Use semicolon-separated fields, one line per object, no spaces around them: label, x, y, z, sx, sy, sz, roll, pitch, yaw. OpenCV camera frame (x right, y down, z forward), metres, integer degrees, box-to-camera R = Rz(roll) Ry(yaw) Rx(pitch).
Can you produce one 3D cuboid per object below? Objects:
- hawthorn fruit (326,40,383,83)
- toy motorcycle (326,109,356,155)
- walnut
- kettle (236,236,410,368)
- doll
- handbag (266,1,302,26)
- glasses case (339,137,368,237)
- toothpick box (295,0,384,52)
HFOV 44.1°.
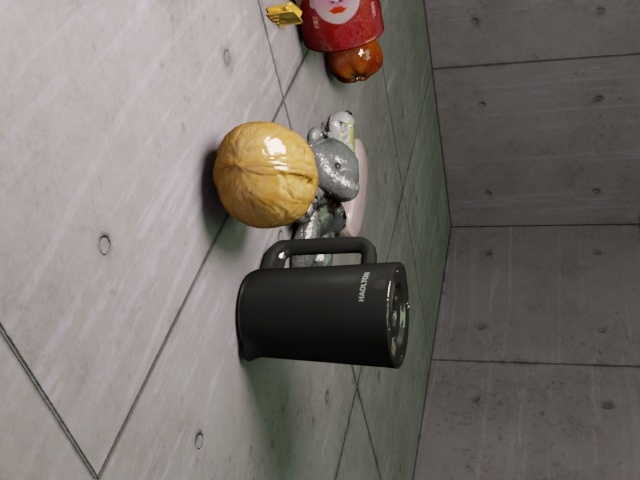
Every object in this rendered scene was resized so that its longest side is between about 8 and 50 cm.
hawthorn fruit;0.081;-0.527;2.114;0.163;0.163;0.203;-4;77;-73
toy motorcycle;0.056;-0.263;2.128;0.151;0.074;0.228;47;47;-62
walnut;-0.098;-0.118;1.425;0.226;0.193;0.193;33;58;-70
kettle;0.008;0.113;1.551;0.203;0.308;0.262;22;69;-71
doll;0.022;-0.080;1.864;0.246;0.158;0.340;25;67;-58
handbag;-0.077;-0.491;1.717;0.083;0.061;0.027;4;81;-72
glasses case;0.088;-0.147;2.221;0.113;0.075;0.296;55;37;-60
toothpick box;0.026;-0.629;1.821;0.204;0.204;0.333;-70;153;-49
